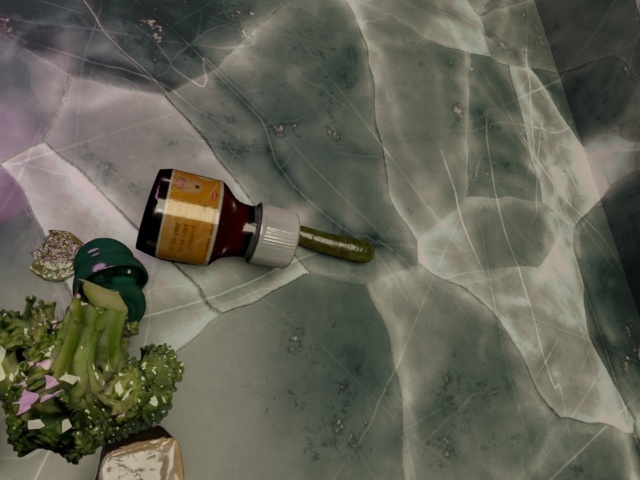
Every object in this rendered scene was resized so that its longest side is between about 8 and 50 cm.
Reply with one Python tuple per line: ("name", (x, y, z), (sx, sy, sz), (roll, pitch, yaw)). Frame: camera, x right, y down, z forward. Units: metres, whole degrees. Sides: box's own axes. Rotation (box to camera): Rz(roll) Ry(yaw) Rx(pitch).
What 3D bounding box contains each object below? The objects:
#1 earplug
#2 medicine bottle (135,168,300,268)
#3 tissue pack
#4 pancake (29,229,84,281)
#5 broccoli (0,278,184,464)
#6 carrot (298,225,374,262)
("earplug", (-0.530, 0.131, 1.047), (0.164, 0.257, 0.280), (20, 40, -55))
("medicine bottle", (-0.261, -0.038, 1.155), (0.395, 0.242, 0.242), (13, 67, -24))
("tissue pack", (-0.397, 0.505, 0.855), (0.238, 0.305, 0.238), (8, 70, -23))
("pancake", (-0.648, 0.039, 1.077), (0.116, 0.022, 0.129), (32, 62, -12))
("broccoli", (-0.454, 0.246, 0.837), (0.277, 0.317, 0.338), (12, 52, -51))
("carrot", (0.000, 0.000, 1.337), (0.358, 0.074, 0.074), (15, 67, -16))
